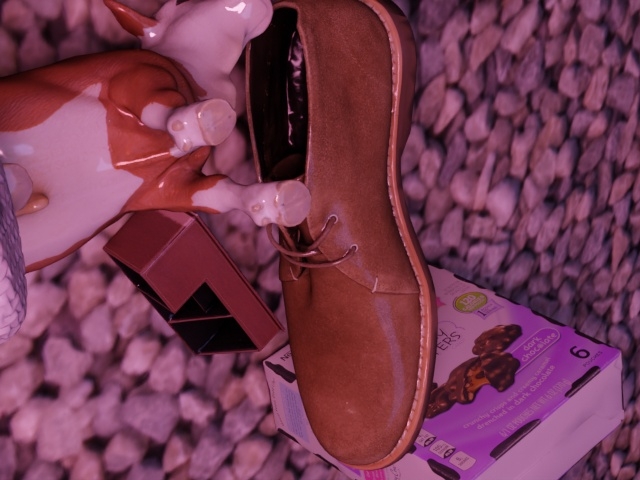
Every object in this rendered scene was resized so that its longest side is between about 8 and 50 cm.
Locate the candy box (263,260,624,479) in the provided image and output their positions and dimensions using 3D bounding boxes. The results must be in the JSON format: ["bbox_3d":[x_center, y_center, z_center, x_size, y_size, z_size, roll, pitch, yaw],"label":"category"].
[{"bbox_3d":[0.085,0.107,0.943,0.165,0.196,0.070,-34,131,-31],"label":"candy box"}]

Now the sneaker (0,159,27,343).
[{"bbox_3d":[-0.269,-0.076,0.450,0.210,0.137,0.366,-32,109,1],"label":"sneaker"}]

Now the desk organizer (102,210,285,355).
[{"bbox_3d":[-0.079,0.031,0.846,0.050,0.047,0.130,-48,137,-14],"label":"desk organizer"}]

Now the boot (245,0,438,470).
[{"bbox_3d":[0.000,0.000,0.822,0.115,0.112,0.305,-14,101,-59],"label":"boot"}]

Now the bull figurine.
[{"bbox_3d":[-0.125,-0.041,0.664,0.310,0.188,0.101,-29,119,-26],"label":"bull figurine"}]
